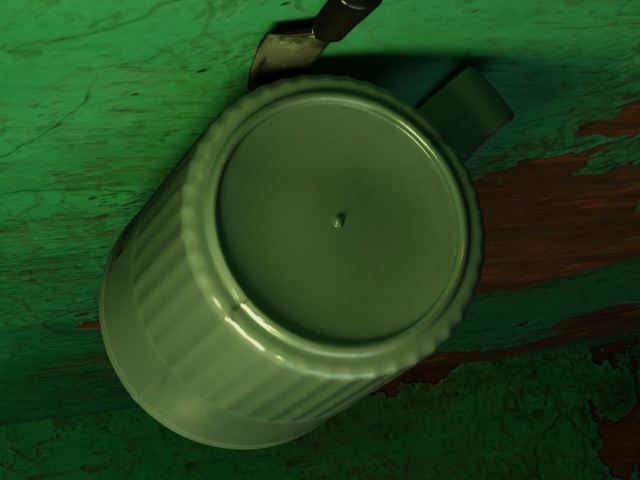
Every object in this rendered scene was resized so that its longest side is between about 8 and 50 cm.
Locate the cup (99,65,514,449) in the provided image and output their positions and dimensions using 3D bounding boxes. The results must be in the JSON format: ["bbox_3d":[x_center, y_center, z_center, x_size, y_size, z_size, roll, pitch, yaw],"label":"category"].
[{"bbox_3d":[0.002,0.020,1.260,0.331,0.256,0.311,-10,168,-20],"label":"cup"}]

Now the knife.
[{"bbox_3d":[-0.018,-0.143,1.097,0.060,0.028,0.230,-6,170,-18],"label":"knife"}]
